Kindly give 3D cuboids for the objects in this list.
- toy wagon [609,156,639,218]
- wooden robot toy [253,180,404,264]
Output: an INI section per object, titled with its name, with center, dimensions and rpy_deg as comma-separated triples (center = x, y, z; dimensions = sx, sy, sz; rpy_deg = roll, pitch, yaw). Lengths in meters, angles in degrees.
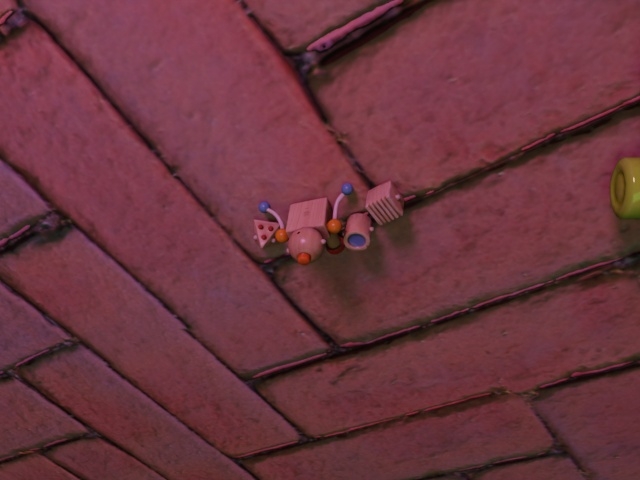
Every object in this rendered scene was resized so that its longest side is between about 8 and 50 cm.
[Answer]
[toy wagon]
center = 0.393, -0.055, 0.477
dimensions = 0.267, 0.068, 0.344
rpy_deg = 1, 130, 9
[wooden robot toy]
center = 0.000, 0.000, 0.582
dimensions = 0.173, 0.079, 0.076
rpy_deg = -11, 128, 18
